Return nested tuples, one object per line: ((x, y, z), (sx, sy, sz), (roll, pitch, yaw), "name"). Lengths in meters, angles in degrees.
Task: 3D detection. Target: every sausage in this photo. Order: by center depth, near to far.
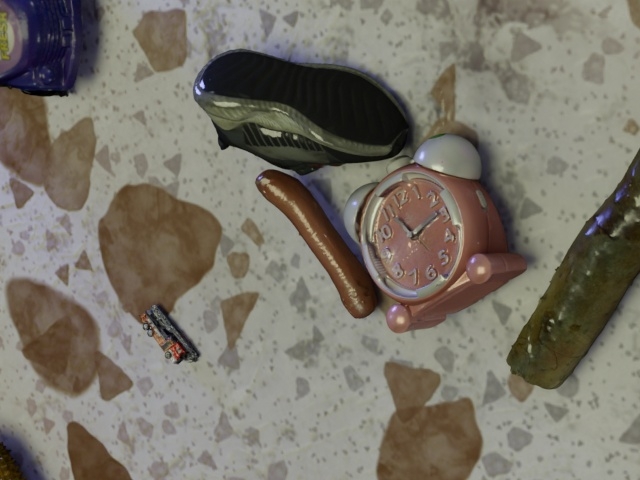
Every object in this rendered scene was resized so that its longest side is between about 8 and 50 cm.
((0.000, 0.000, 1.684), (0.043, 0.043, 0.186), (-35, 92, 36), "sausage")

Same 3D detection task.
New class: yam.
((0.268, 0.014, 1.493), (0.317, 0.071, 0.067), (-62, 29, 30), "yam")

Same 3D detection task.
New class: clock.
((0.111, -0.010, 1.593), (0.166, 0.092, 0.162), (-34, 72, 37), "clock")

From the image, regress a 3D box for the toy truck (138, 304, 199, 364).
((-0.175, 0.112, 1.863), (0.032, 0.024, 0.083), (-41, 72, 6), "toy truck")

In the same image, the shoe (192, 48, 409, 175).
((-0.020, -0.119, 1.658), (0.227, 0.099, 0.112), (18, 146, 12), "shoe")

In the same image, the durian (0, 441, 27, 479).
((-0.439, 0.323, 2.043), (0.158, 0.137, 0.168), (-35, 89, 15), "durian")

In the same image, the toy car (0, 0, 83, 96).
((-0.386, -0.246, 1.839), (0.235, 0.158, 0.172), (12, 109, 33), "toy car")
